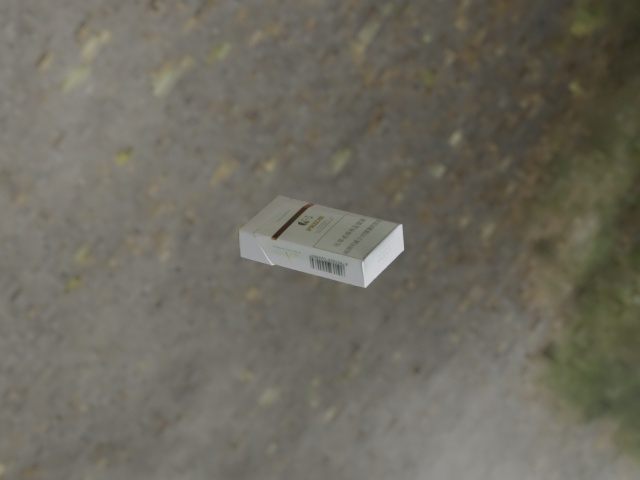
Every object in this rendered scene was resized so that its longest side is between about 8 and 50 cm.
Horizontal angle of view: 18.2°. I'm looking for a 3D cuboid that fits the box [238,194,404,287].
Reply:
[{"bbox_3d":[0.000,0.000,2.089,0.084,0.154,0.040,-45,138,-44],"label":"box"}]
